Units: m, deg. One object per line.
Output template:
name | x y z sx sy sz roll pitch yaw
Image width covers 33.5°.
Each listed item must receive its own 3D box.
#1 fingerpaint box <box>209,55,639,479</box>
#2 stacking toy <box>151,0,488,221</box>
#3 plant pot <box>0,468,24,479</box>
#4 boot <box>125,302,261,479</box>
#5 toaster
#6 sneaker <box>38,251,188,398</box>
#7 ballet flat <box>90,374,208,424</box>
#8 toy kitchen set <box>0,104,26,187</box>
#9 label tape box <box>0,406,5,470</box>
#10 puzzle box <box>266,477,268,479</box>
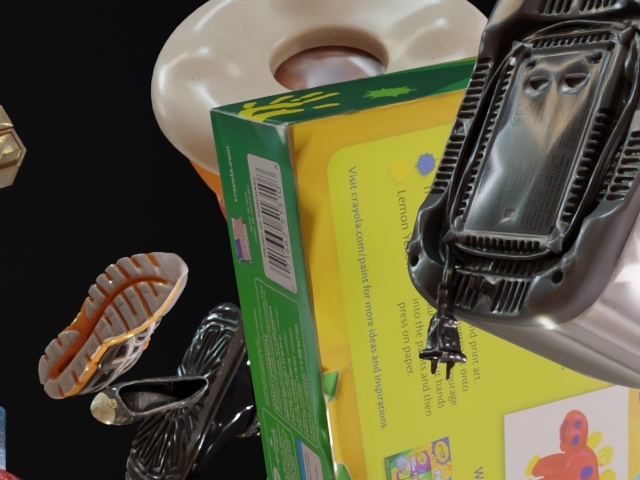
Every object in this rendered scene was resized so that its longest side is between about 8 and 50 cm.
fingerpaint box | 0.135 0.079 0.874 0.163 0.371 0.444 25 -54 62
stacking toy | 0.019 -0.023 1.176 0.351 0.350 0.480 21 -41 24
plant pot | -0.223 0.285 0.781 0.191 0.174 0.191 -24 -135 26
boot | -0.120 0.295 1.652 0.131 0.260 0.348 12 -111 52
toaster | 0.144 -0.020 0.513 0.129 0.146 0.227 4 -110 54
sneaker | -0.219 0.093 1.177 0.215 0.083 0.084 -43 -119 17
ballet flat | -0.225 0.201 1.395 0.049 0.173 0.057 -41 -112 40
toy kitchen set | -0.379 -0.104 1.166 0.083 0.068 0.075 57 -39 13
label tape box | -0.501 0.366 1.352 0.115 0.249 0.347 -9 -111 8
puzzle box | 0.105 0.388 1.400 0.272 0.409 0.052 2 -115 14
